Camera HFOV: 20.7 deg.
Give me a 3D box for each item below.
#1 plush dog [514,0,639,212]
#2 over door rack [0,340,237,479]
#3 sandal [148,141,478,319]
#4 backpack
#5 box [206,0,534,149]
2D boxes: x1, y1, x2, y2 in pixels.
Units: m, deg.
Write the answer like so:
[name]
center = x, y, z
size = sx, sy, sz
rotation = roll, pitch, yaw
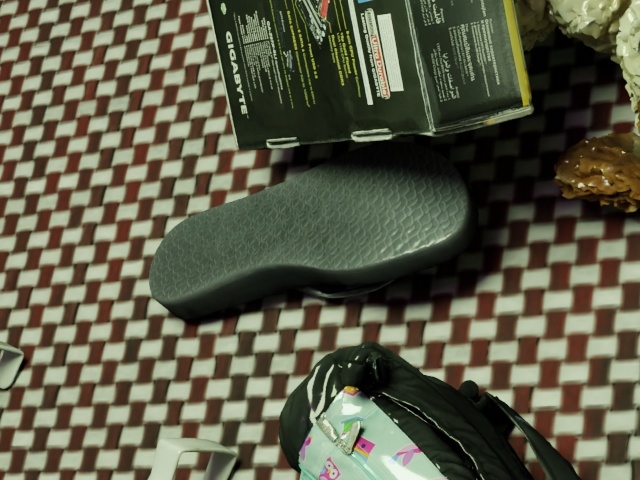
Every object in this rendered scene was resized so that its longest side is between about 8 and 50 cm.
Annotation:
[plush dog]
center = 0.224, -0.130, 0.998
size = 0.262, 0.210, 0.225
rotation = -34, 60, 49
[over door rack]
center = -0.237, 0.221, 1.115
size = 0.239, 0.108, 0.324
rotation = 21, 77, 38
[sandal]
center = 0.000, -0.001, 1.131
size = 0.254, 0.054, 0.097
rotation = -11, 51, 39
[backpack]
center = 0.069, 0.152, 0.948
size = 0.115, 0.152, 0.182
rotation = -54, 51, 16
[box]
center = 0.001, -0.218, 1.053
size = 0.257, 0.079, 0.322
rotation = -1, 102, 61
